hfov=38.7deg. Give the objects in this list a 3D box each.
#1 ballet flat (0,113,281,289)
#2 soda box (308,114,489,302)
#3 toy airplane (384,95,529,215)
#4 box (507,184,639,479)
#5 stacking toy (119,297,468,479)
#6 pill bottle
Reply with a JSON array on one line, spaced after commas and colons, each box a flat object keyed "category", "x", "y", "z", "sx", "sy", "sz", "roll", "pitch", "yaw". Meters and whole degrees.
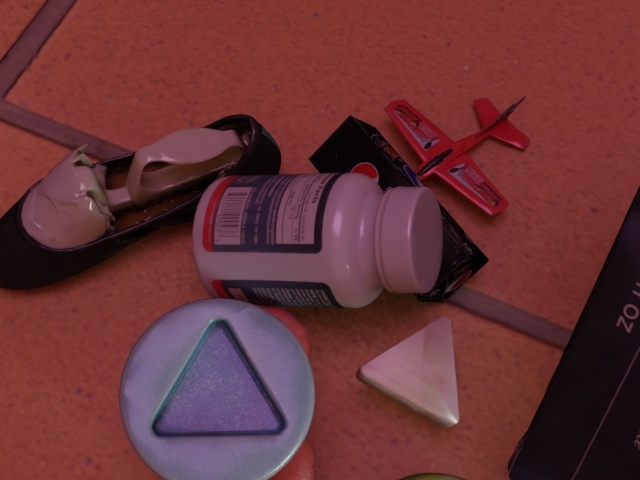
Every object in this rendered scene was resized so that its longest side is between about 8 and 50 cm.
[{"category": "ballet flat", "x": -0.170, "y": -0.047, "z": 0.787, "sx": 0.280, "sy": 0.096, "sz": 0.095, "roll": -23, "pitch": 65, "yaw": -10}, {"category": "soda box", "x": 0.066, "y": -0.028, "z": 0.786, "sx": 0.060, "sy": 0.053, "sz": 0.169, "roll": -44, "pitch": 67, "yaw": 17}, {"category": "toy airplane", "x": 0.131, "y": -0.089, "z": 0.841, "sx": 0.151, "sy": 0.028, "sz": 0.151, "roll": 0, "pitch": 64, "yaw": 0}, {"category": "box", "x": 0.361, "y": 0.102, "z": 0.527, "sx": 0.395, "sy": 0.294, "sz": 0.212, "roll": 31, "pitch": 34, "yaw": 27}, {"category": "stacking toy", "x": 0.008, "y": 0.175, "z": 0.618, "sx": 0.279, "sy": 0.130, "sz": 0.309, "roll": -9, "pitch": 73, "yaw": -11}, {"category": "pill bottle", "x": 0.000, "y": 0.000, "z": 0.725, "sx": 0.180, "sy": 0.108, "sz": 0.108, "roll": 1, "pitch": 61, "yaw": 25}]
